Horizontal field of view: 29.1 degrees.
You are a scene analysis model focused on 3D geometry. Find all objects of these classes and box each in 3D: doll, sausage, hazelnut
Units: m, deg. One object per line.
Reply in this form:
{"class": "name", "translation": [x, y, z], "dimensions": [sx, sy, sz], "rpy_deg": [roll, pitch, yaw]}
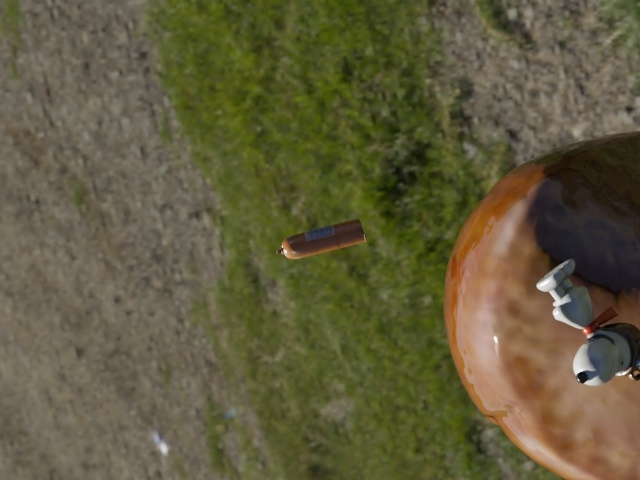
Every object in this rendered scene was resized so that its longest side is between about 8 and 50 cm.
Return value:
{"class": "doll", "translation": [0.172, 0.053, 0.783], "dimensions": [0.040, 0.058, 0.085], "rpy_deg": [-37, 70, 54]}
{"class": "sausage", "translation": [0.000, 0.000, 1.463], "dimensions": [0.031, 0.107, 0.031], "rpy_deg": [-13, -90, -87]}
{"class": "hazelnut", "translation": [0.275, 0.064, 1.063], "dimensions": [0.372, 0.372, 0.316], "rpy_deg": [-11, 67, 64]}
